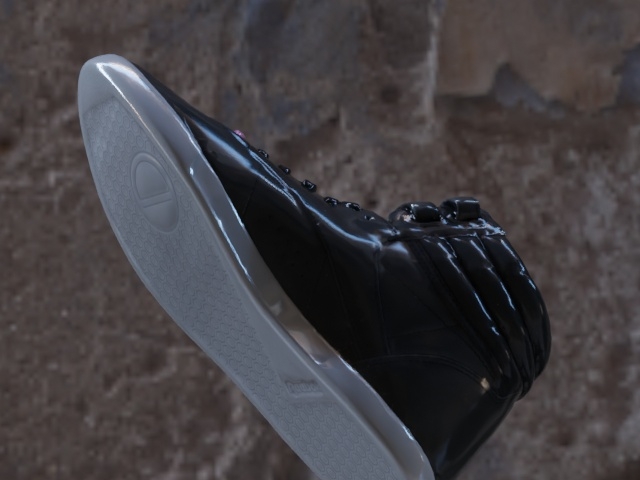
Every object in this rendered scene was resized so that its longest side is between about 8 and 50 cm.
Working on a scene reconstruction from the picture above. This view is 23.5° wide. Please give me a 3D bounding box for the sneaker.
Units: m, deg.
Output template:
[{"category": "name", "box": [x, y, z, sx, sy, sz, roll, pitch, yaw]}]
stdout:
[{"category": "sneaker", "box": [0.000, 0.000, 0.816, 0.147, 0.296, 0.104, -32, -17, -32]}]
